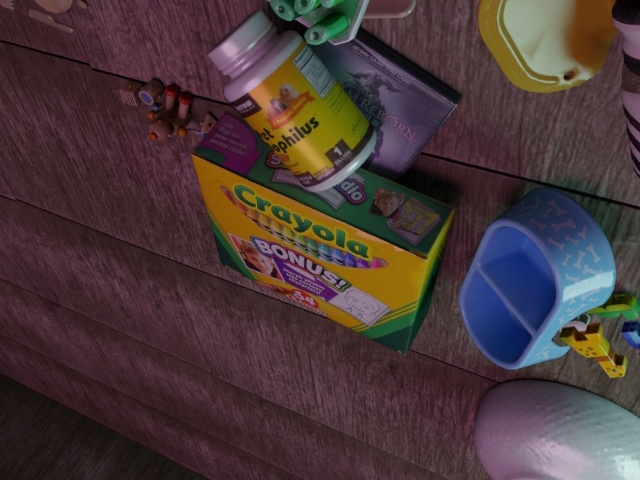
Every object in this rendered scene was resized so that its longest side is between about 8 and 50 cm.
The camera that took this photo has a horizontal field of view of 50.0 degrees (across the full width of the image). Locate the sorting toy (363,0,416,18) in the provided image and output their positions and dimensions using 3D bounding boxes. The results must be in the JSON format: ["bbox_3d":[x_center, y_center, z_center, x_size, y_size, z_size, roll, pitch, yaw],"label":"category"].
[{"bbox_3d":[0.007,-0.332,0.714,0.347,0.047,0.196,11,136,33],"label":"sorting toy"}]

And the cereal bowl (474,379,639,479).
[{"bbox_3d":[0.424,0.403,1.207,0.339,0.141,0.339,23,145,17],"label":"cereal bowl"}]

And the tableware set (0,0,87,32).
[{"bbox_3d":[-0.436,-0.398,1.002,0.194,0.039,0.128,23,135,9],"label":"tableware set"}]

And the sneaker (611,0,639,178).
[{"bbox_3d":[0.464,-0.085,0.527,0.447,0.169,0.257,15,137,40],"label":"sneaker"}]

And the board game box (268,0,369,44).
[{"bbox_3d":[-0.080,-0.412,0.554,0.390,0.050,0.390,37,137,12],"label":"board game box"}]

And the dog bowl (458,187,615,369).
[{"bbox_3d":[0.267,0.064,0.903,0.166,0.074,0.297,55,157,29],"label":"dog bowl"}]

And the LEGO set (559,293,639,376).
[{"bbox_3d":[0.409,0.131,0.926,0.093,0.087,0.227,48,145,-20],"label":"LEGO set"}]

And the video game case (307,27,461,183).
[{"bbox_3d":[0.042,-0.157,0.925,0.196,0.026,0.274,33,147,0],"label":"video game case"}]

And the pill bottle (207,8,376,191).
[{"bbox_3d":[-0.036,-0.171,0.842,0.215,0.117,0.117,48,144,-20],"label":"pill bottle"}]

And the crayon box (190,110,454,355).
[{"bbox_3d":[0.000,0.000,1.049,0.363,0.106,0.313,24,153,16],"label":"crayon box"}]

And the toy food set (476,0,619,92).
[{"bbox_3d":[0.203,-0.234,0.634,0.128,0.071,0.218,-27,140,22],"label":"toy food set"}]

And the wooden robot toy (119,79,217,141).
[{"bbox_3d":[-0.247,-0.193,1.067,0.173,0.079,0.076,29,146,6],"label":"wooden robot toy"}]
